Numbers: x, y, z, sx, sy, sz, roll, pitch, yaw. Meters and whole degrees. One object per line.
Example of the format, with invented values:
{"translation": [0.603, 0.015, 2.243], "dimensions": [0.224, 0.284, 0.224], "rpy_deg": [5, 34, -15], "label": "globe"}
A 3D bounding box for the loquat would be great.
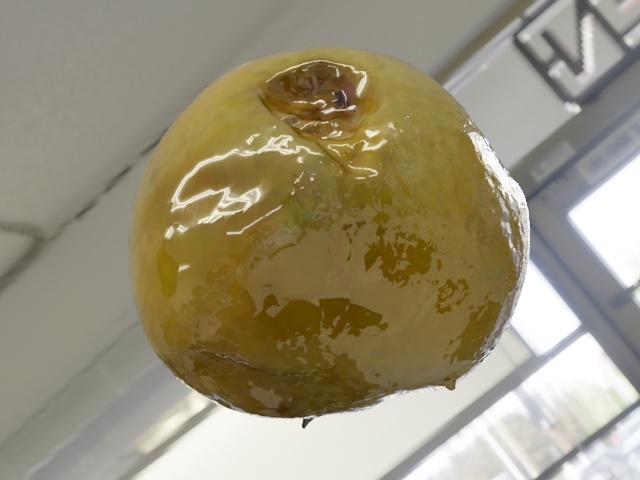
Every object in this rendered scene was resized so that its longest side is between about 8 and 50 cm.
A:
{"translation": [0.005, -0.002, 0.747], "dimensions": [0.213, 0.213, 0.213], "rpy_deg": [-35, -14, -10], "label": "loquat"}
